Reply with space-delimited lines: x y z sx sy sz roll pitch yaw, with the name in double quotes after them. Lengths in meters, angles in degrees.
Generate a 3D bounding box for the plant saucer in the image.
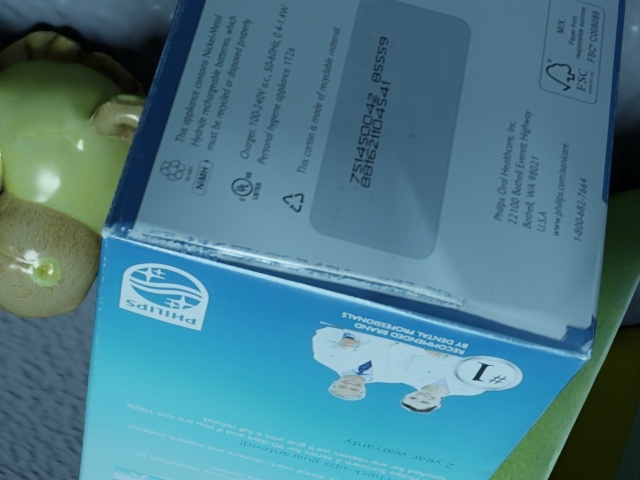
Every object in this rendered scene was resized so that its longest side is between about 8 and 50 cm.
0.083 0.079 0.566 0.037 0.241 0.241 25 144 10 "plant saucer"

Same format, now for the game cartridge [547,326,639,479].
0.211 0.107 0.497 0.285 0.323 0.052 -12 108 28 "game cartridge"

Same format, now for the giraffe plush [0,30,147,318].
-0.155 -0.032 0.582 0.170 0.181 0.210 13 109 -16 "giraffe plush"

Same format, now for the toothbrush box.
0.000 0.000 0.481 0.126 0.216 0.295 14 148 -3 "toothbrush box"
